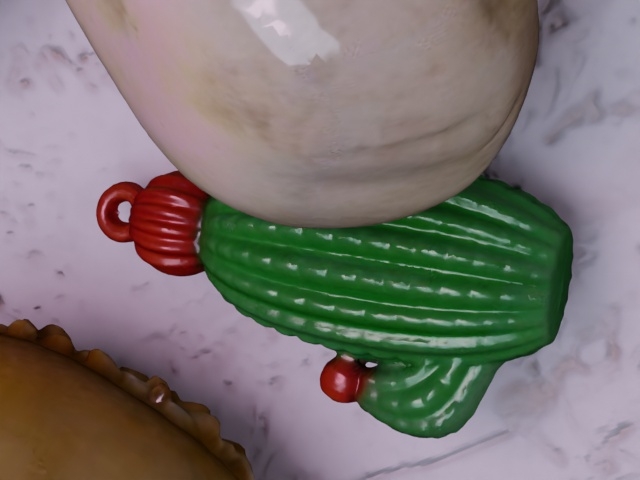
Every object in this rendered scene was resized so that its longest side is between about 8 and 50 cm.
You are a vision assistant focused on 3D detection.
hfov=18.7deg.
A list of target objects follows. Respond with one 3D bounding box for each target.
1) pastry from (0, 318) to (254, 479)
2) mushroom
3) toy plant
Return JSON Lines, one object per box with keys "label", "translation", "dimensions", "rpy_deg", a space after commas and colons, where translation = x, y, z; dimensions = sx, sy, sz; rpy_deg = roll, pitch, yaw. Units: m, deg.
{"label": "pastry", "translation": [-0.169, 0.232, 1.037], "dimensions": [0.409, 0.245, 0.409], "rpy_deg": [9, 116, 20]}
{"label": "mushroom", "translation": [0.005, -0.145, 0.846], "dimensions": [0.254, 0.234, 0.260], "rpy_deg": [41, 155, 33]}
{"label": "toy plant", "translation": [0.011, -0.008, 0.965], "dimensions": [0.240, 0.088, 0.154], "rpy_deg": [36, 102, 19]}
